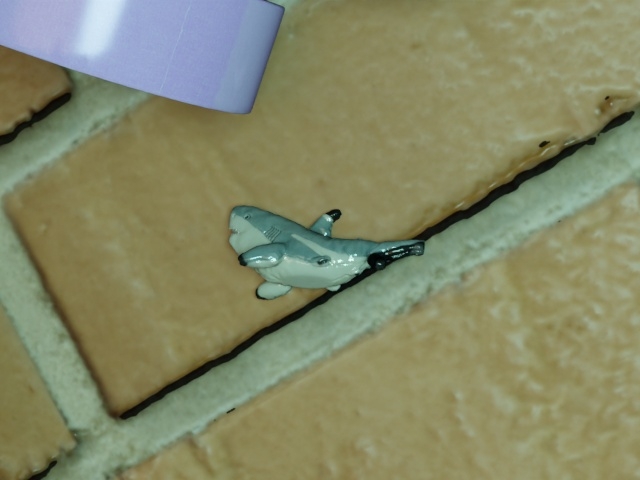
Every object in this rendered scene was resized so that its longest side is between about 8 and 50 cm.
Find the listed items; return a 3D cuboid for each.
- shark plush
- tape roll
[{"bbox_3d":[0.000,0.000,1.283,0.161,0.073,0.067,-5,60,23],"label":"shark plush"},{"bbox_3d":[-0.170,-0.181,1.215,0.275,0.275,0.090,21,97,17],"label":"tape roll"}]
